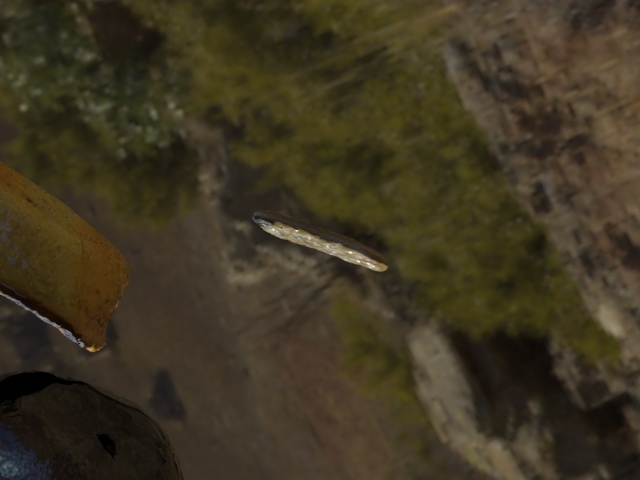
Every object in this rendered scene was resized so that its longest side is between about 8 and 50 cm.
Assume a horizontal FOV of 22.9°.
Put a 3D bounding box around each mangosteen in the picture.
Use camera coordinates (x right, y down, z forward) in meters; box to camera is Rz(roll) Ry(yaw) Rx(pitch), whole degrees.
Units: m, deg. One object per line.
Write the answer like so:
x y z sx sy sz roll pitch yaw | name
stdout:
-0.289 0.285 1.652 0.300 0.300 0.300 48 152 36 | mangosteen

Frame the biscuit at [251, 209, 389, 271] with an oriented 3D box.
0.000 0.000 1.548 0.147 0.018 0.071 20 172 16 | biscuit

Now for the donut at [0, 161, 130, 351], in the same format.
-0.338 -0.004 1.764 0.303 0.110 0.303 37 180 0 | donut
